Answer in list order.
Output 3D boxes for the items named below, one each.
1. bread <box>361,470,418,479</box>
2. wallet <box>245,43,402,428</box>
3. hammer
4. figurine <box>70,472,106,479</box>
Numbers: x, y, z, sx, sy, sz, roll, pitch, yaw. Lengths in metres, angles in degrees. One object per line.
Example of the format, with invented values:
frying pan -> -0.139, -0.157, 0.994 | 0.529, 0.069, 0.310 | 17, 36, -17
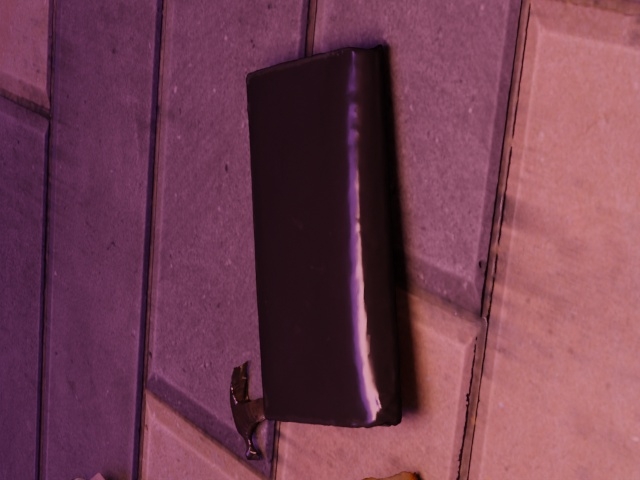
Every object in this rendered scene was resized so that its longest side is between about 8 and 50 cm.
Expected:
bread -> 0.073, 0.407, 1.406 | 0.185, 0.114, 0.275 | -51, 49, 44
wallet -> 0.001, 0.000, 1.468 | 0.228, 0.062, 0.406 | -6, 86, 54
hammer -> -0.026, 0.183, 1.588 | 0.297, 0.027, 0.125 | -28, 75, 52
figurine -> -0.310, 0.412, 1.953 | 0.229, 0.112, 0.137 | 26, 144, 56
